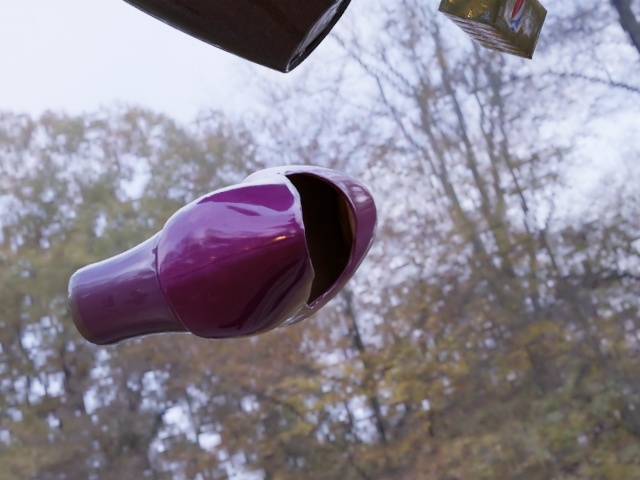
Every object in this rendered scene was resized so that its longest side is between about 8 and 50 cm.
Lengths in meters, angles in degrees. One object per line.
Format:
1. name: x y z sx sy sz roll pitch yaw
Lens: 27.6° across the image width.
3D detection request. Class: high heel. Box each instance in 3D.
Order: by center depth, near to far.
1. high heel: 0.000 0.000 0.943 0.181 0.127 0.377 -16 7 31

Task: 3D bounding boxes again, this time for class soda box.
1. soda box: 0.179 -0.235 1.328 0.061 0.058 0.181 19 4 21

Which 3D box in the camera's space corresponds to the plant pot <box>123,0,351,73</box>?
1. plant pot: -0.086 -0.270 1.216 0.215 0.230 0.215 -50 -3 -3
